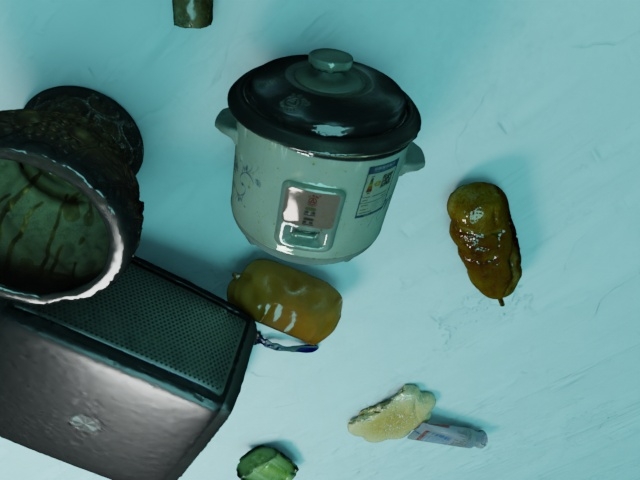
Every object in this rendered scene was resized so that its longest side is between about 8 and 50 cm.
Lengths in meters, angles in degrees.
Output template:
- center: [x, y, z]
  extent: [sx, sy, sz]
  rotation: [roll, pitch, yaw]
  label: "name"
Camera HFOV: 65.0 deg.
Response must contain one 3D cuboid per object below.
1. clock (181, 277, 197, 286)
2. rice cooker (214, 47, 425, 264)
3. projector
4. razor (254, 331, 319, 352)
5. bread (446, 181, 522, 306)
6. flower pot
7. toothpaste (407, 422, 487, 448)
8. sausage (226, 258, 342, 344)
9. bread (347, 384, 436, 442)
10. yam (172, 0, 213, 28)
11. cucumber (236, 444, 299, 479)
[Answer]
- center: [-0.347, 0.161, 1.073]
  extent: [0.235, 0.029, 0.234]
  rotation: [-4, 129, -5]
  label: "clock"
- center: [-0.002, -0.128, 0.733]
  extent: [0.317, 0.264, 0.316]
  rotation: [5, 129, 6]
  label: "rice cooker"
- center: [-0.375, 0.237, 0.933]
  extent: [0.405, 0.242, 0.395]
  rotation: [27, 125, -11]
  label: "projector"
- center: [-0.077, 0.245, 1.161]
  extent: [0.155, 0.028, 0.044]
  rotation: [12, 125, -14]
  label: "razor"
- center: [0.338, 0.026, 0.997]
  extent: [0.124, 0.084, 0.344]
  rotation: [-21, 127, 11]
  label: "bread"
- center: [-0.379, -0.085, 0.726]
  extent: [0.267, 0.267, 0.266]
  rotation: [-2, 126, -3]
  label: "flower pot"
- center: [0.363, 0.549, 1.412]
  extent: [0.234, 0.057, 0.089]
  rotation: [14, 128, -22]
  label: "toothpaste"
- center: [-0.071, 0.121, 1.008]
  extent: [0.241, 0.120, 0.136]
  rotation: [22, 85, -24]
  label: "sausage"
- center: [0.206, 0.486, 1.370]
  extent: [0.251, 0.039, 0.182]
  rotation: [-40, 121, 23]
  label: "bread"
- center: [-0.164, -0.409, 0.626]
  extent: [0.061, 0.061, 0.273]
  rotation: [2, 127, -7]
  label: "yam"
- center: [-0.149, 0.643, 1.432]
  extent: [0.115, 0.086, 0.193]
  rotation: [-49, 127, -9]
  label: "cucumber"
